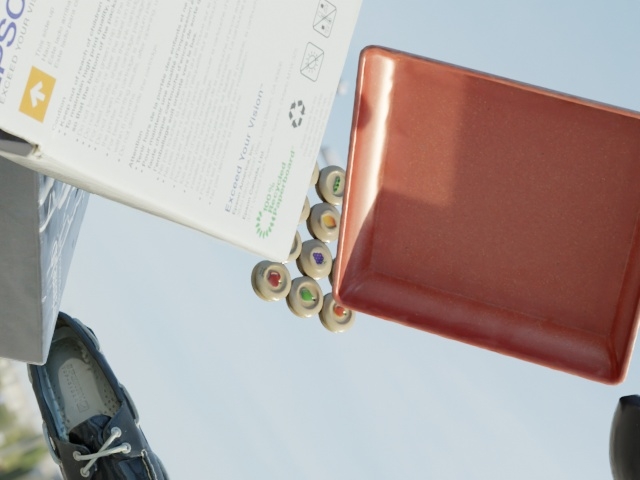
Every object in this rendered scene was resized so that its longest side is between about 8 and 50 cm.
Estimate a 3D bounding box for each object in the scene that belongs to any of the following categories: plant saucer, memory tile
[{"bbox_3d":[0.147,-0.026,1.396,0.048,0.258,0.259,-58,159,-50],"label":"plant saucer"},{"bbox_3d":[0.000,0.000,1.531,0.113,0.148,0.012,28,-26,-29],"label":"memory tile"}]

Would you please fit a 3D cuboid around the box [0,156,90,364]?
[{"bbox_3d":[-0.205,-0.153,0.970,0.343,0.178,0.313,103,-2,-58],"label":"box"}]

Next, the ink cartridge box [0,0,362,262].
[{"bbox_3d":[-0.048,-0.122,0.623,0.045,0.223,0.224,13,-7,28],"label":"ink cartridge box"}]

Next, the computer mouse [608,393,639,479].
[{"bbox_3d":[0.302,0.221,1.268,0.272,0.072,0.188,42,0,-12],"label":"computer mouse"}]

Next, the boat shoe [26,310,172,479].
[{"bbox_3d":[-0.246,0.211,1.874,0.302,0.114,0.091,57,-7,28],"label":"boat shoe"}]
